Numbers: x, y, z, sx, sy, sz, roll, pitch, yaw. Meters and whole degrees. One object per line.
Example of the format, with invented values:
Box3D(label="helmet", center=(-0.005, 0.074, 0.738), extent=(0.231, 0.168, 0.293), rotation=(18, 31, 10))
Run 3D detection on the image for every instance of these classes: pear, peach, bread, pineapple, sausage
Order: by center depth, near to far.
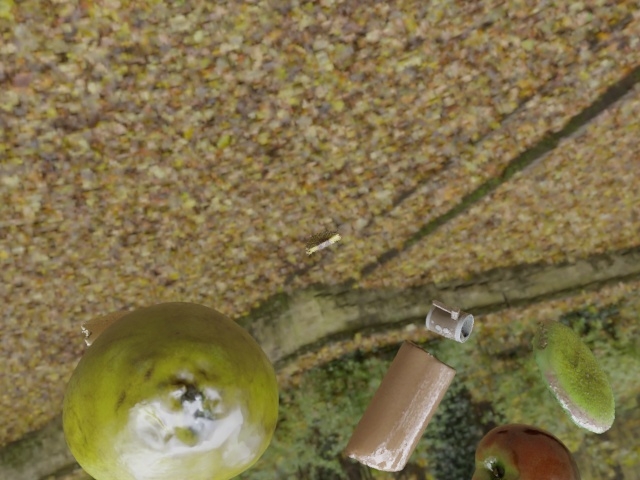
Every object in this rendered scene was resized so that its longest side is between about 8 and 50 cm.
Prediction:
Box3D(label="pear", center=(-0.249, 0.266, 1.347), extent=(0.352, 0.351, 0.413), rotation=(-9, 161, -23))
Box3D(label="sausage", center=(0.156, 0.329, 1.556), extent=(0.252, 0.123, 0.123), rotation=(-59, 161, -7))
Box3D(label="pineapple", center=(0.000, 0.000, 1.678), extent=(0.083, 0.045, 0.019), rotation=(-26, 123, -9))
Box3D(label="peach", center=(0.454, 0.532, 1.752), extent=(0.253, 0.252, 0.252), rotation=(-15, 162, -5))
Box3D(label="bread", center=(0.618, 0.325, 1.917), extent=(0.301, 0.301, 0.045), rotation=(4, 147, -47))
Box3D(label="bread", center=(-0.540, 0.232, 2.127), extent=(0.182, 0.038, 0.251), rotation=(-18, -164, -18))

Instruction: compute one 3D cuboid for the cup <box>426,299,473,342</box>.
Box3D(label="cup", center=(0.310, 0.198, 1.961), extent=(0.099, 0.074, 0.102), rotation=(16, 171, 33))
